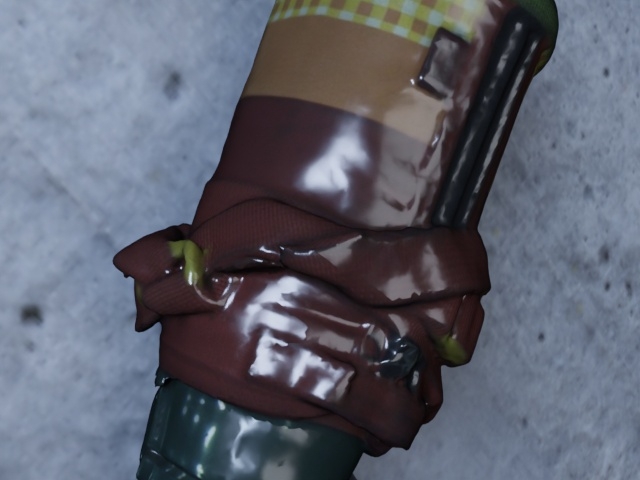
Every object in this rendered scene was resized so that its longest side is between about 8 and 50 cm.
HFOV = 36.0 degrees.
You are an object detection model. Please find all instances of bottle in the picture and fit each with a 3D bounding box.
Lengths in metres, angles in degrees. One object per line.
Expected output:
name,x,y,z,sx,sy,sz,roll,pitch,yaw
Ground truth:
bottle,0.000,0.000,0.427,0.156,0.143,0.271,21,81,-2

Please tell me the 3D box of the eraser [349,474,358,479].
eraser,-0.069,0.248,0.422,0.332,0.101,0.155,-31,114,-30
